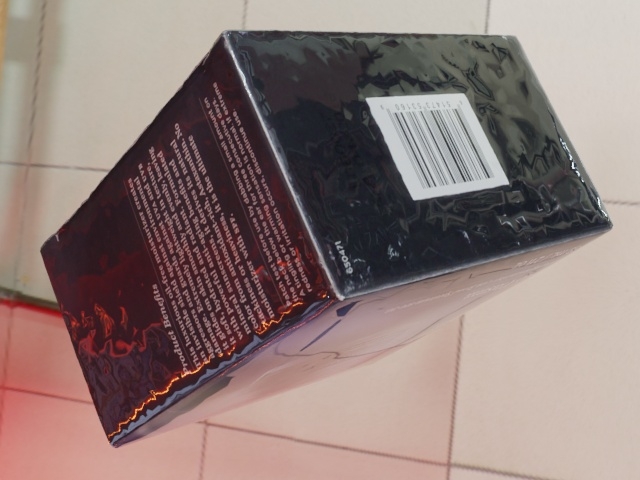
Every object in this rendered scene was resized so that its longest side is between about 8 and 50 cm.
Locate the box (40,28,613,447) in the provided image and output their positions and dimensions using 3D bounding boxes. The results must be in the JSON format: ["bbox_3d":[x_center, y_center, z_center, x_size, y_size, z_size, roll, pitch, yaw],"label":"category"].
[{"bbox_3d":[0.000,0.000,0.696,0.294,0.296,0.182,-36,71,45],"label":"box"}]
